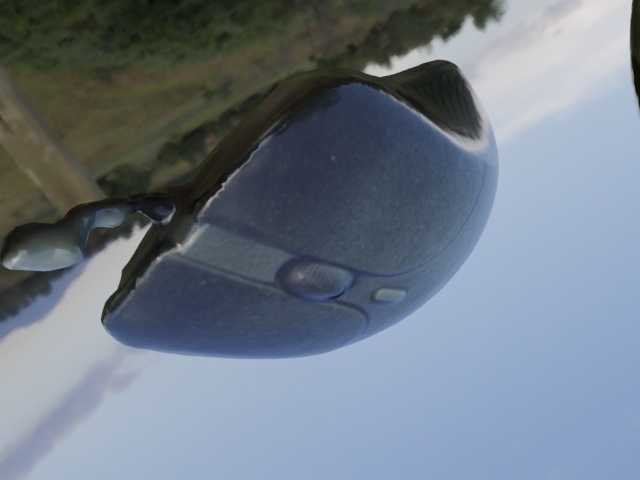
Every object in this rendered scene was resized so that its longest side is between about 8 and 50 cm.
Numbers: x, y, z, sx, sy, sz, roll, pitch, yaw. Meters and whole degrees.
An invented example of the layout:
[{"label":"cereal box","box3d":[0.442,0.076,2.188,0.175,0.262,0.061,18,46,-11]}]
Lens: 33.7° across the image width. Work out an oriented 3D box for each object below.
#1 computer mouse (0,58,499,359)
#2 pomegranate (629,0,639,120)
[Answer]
[{"label":"computer mouse","box3d":[0.000,0.000,0.482,0.167,0.090,0.379,-51,164,22]},{"label":"pomegranate","box3d":[0.159,-0.052,0.274,0.179,0.179,0.211,-29,169,39]}]
